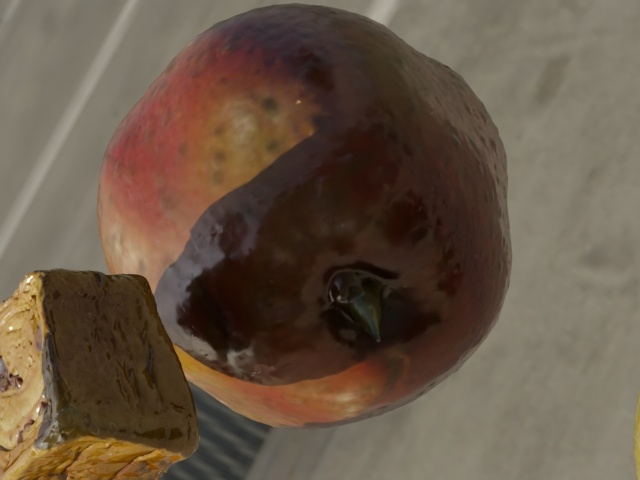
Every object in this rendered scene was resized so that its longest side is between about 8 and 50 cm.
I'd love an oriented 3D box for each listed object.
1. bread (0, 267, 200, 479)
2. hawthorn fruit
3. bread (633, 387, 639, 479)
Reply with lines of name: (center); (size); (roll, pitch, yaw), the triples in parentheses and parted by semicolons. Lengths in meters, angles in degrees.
bread: (-0.190, 0.118, 1.491); (0.149, 0.143, 0.158); (-36, 62, 44)
hawthorn fruit: (0.000, 0.000, 1.697); (0.403, 0.403, 0.403); (-51, 21, 28)
bread: (0.338, 0.094, 1.395); (0.148, 0.270, 0.270); (20, 78, 27)
